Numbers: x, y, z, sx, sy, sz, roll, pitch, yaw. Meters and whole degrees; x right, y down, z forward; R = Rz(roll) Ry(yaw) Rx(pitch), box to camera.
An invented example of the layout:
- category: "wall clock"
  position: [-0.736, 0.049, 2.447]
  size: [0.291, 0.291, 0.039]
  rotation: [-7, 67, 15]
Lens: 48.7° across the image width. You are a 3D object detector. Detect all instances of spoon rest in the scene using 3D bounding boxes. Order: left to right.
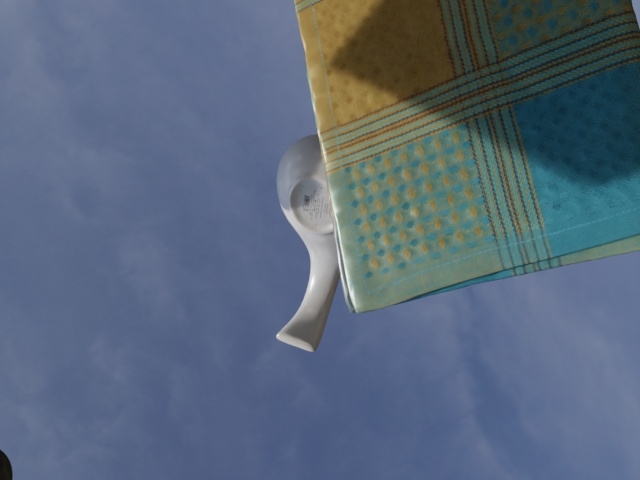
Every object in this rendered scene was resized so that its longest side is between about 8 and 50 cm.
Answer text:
- category: "spoon rest"
  position: [0.000, 0.000, 0.868]
  size: [0.084, 0.137, 0.276]
  rotation: [-46, -30, -58]

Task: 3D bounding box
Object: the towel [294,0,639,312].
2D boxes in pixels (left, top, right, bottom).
- category: "towel"
  position: [0.111, -0.146, 0.575]
  size: [0.040, 0.272, 0.369]
  rotation: [6, -108, -62]

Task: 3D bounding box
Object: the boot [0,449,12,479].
- category: "boot"
  position: [-0.357, 0.246, 0.561]
  size: [0.076, 0.209, 0.189]
  rotation: [51, -133, -18]
